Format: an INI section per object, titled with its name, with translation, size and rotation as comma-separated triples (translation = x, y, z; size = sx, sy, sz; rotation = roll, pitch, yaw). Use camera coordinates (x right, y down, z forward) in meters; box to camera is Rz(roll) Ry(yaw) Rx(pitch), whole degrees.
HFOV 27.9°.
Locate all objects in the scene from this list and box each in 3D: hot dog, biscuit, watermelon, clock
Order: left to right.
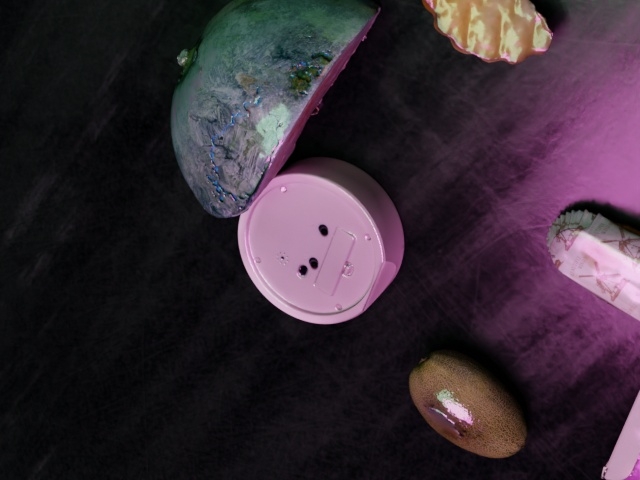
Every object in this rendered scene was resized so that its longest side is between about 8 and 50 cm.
[watermelon]
translation = -0.096, -0.165, 1.470
size = 0.175, 0.188, 0.322
rotation = 34, 120, 1
[clock]
translation = 0.000, 0.000, 1.570
size = 0.197, 0.068, 0.197
rotation = 11, 117, 23
[biscuit]
translation = 0.165, -0.270, 1.360
size = 0.118, 0.061, 0.183
rotation = -19, 102, 11
[hot dog]
translation = 0.335, 0.033, 1.419
size = 0.192, 0.053, 0.099
rotation = 30, 122, 17

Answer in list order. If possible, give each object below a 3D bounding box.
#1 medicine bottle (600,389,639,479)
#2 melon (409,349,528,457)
[medicine bottle]
translation = 0.433, 0.221, 1.454
size = 0.171, 0.052, 0.201
rotation = 25, 120, 17
[melon]
translation = 0.179, 0.199, 1.550
size = 0.162, 0.099, 0.099
rotation = 41, 125, 2
